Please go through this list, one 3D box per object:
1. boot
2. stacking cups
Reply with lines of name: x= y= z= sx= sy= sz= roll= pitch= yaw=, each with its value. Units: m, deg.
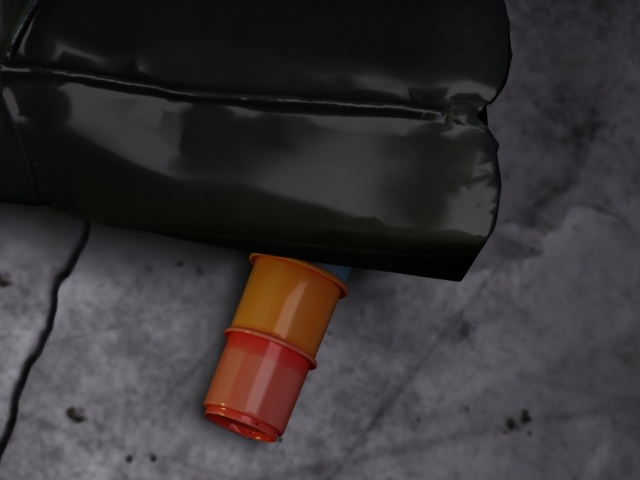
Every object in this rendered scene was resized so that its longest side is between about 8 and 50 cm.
boot: x=-0.083 y=-0.177 z=1.207 sx=0.445 sy=0.146 sz=0.367 roll=6 pitch=84 yaw=3
stacking cups: x=0.000 y=0.000 z=1.291 sx=0.096 sy=0.096 sz=0.316 roll=22 pitch=76 yaw=-11
